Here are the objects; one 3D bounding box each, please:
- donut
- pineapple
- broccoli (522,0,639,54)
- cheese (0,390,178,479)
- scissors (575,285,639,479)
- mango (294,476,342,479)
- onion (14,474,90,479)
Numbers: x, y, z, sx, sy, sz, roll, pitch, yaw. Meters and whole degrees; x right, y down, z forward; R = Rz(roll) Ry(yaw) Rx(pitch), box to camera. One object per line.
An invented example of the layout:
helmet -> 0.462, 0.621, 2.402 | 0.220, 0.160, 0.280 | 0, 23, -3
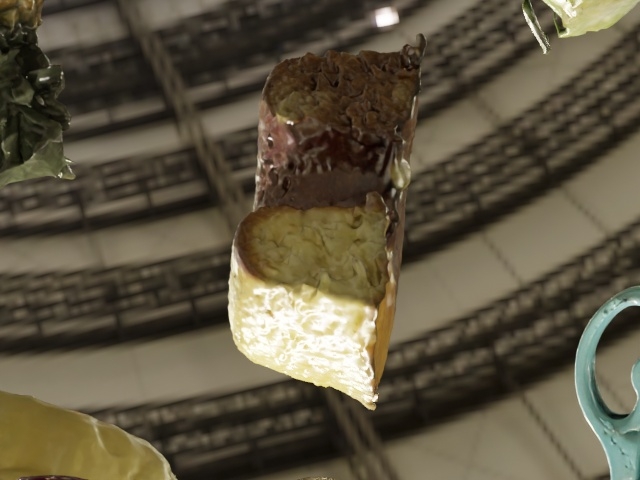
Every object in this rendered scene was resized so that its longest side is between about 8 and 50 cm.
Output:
donut -> 0.001, 0.001, 1.025 | 0.085, 0.141, 0.217 | 7, -144, 3
pineapple -> -0.279, -0.163, 1.676 | 0.128, 0.248, 0.128 | -16, 170, -3
broccoli -> 0.187, -0.319, 1.784 | 0.321, 0.283, 0.304 | -22, 165, -18
cheese -> -0.193, 0.205, 1.217 | 0.226, 0.214, 0.117 | 15, -147, -6
scissors -> 0.284, 0.231, 1.774 | 0.180, 0.393, 0.032 | 21, -165, 28
mango -> -0.082, 0.297, 1.636 | 0.331, 0.195, 0.142 | -20, -110, -23
onion -> -0.123, 0.190, 0.860 | 0.153, 0.177, 0.177 | 21, -149, 4
